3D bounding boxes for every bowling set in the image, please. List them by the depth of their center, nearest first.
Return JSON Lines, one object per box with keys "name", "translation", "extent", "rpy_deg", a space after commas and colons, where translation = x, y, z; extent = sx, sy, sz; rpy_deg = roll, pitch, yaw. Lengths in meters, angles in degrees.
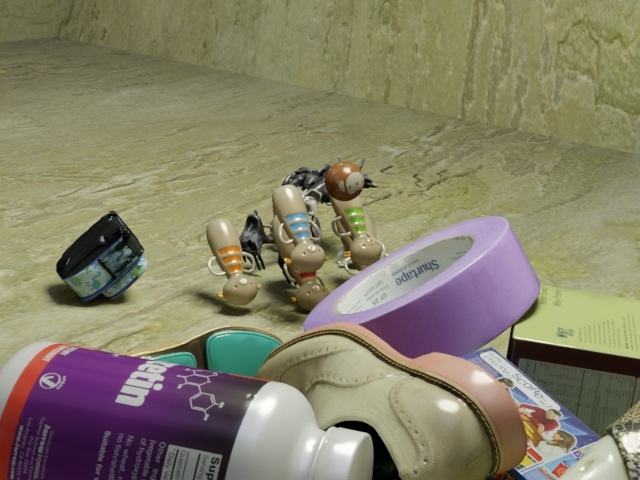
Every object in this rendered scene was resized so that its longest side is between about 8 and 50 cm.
{"name": "bowling set", "translation": [0.000, 0.000, 1.737], "extent": [0.287, 0.154, 0.200], "rpy_deg": [-9, -22, -27]}

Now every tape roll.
{"name": "tape roll", "translation": [0.119, 0.075, 1.508], "extent": [0.275, 0.090, 0.275], "rpy_deg": [-29, 10, 6]}

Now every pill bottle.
{"name": "pill bottle", "translation": [-0.125, 0.198, 1.092], "extent": [0.323, 0.181, 0.181], "rpy_deg": [8, 17, 14]}

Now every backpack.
{"name": "backpack", "translation": [-0.297, 0.032, 1.735], "extent": [0.114, 0.084, 0.105], "rpy_deg": [-39, 25, -5]}

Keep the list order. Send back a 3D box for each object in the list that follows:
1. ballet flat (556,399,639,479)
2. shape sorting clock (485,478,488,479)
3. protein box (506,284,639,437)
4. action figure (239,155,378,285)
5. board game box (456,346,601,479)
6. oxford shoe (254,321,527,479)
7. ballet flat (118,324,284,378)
{"name": "ballet flat", "translation": [0.218, 0.263, 0.854], "extent": [0.182, 0.164, 0.482], "rpy_deg": [1, 41, 3]}
{"name": "shape sorting clock", "translation": [0.170, 0.241, 1.299], "extent": [0.206, 0.040, 0.206], "rpy_deg": [2, 20, -1]}
{"name": "protein box", "translation": [0.316, 0.155, 1.468], "extent": [0.201, 0.136, 0.200], "rpy_deg": [9, 18, 8]}
{"name": "action figure", "translation": [-0.014, -0.031, 1.973], "extent": [0.164, 0.141, 0.276], "rpy_deg": [13, 34, 28]}
{"name": "board game box", "translation": [0.195, 0.191, 1.282], "extent": [0.136, 0.035, 0.201], "rpy_deg": [-10, 39, -40]}
{"name": "oxford shoe", "translation": [0.021, 0.174, 1.255], "extent": [0.146, 0.140, 0.397], "rpy_deg": [-28, 13, -29]}
{"name": "ballet flat", "translation": [-0.149, 0.140, 1.474], "extent": [0.232, 0.080, 0.073], "rpy_deg": [-4, 5, -34]}
